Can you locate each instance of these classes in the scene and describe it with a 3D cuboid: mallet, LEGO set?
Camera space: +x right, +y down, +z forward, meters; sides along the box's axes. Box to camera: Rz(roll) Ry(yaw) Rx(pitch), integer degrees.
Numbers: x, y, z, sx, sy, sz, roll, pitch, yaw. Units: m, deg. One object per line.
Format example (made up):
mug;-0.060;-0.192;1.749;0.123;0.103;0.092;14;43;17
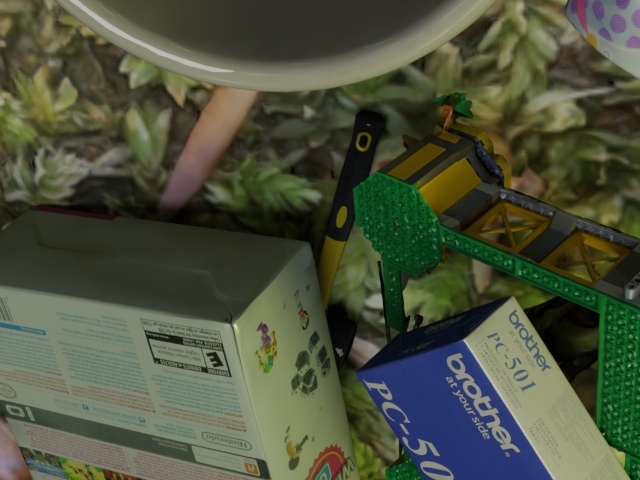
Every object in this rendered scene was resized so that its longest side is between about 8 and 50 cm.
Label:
mallet;0.000;0.000;0.759;0.062;0.039;0.190;13;122;9
LEGO set;0.168;0.057;0.698;0.255;0.192;0.331;16;131;42

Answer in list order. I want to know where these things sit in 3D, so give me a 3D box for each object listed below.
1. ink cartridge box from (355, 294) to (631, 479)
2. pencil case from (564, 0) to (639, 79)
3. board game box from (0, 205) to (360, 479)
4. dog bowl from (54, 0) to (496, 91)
ink cartridge box;0.112;0.135;0.618;0.207;0.046;0.097;57;144;-5
pencil case;0.208;-0.191;0.512;0.124;0.113;0.273;8;129;-15
board game box;-0.097;0.135;0.813;0.224;0.097;0.303;8;127;28
dog bowl;-0.027;-0.226;0.558;0.348;0.102;0.349;8;126;11
